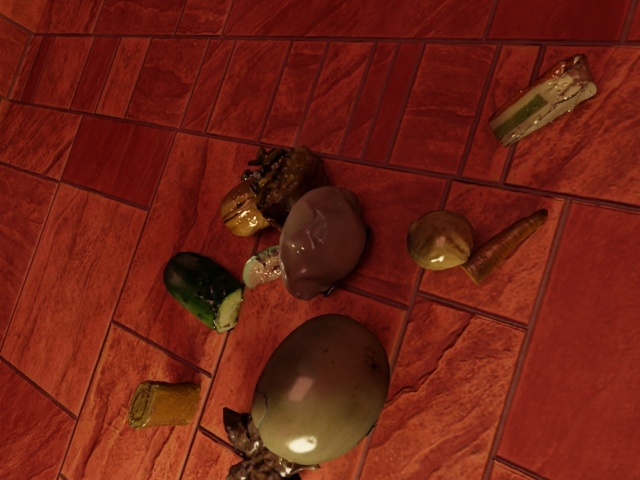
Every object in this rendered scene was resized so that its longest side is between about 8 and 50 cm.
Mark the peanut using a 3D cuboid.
[{"bbox_3d":[0.259,0.001,1.053,0.141,0.109,0.159,-58,29,14],"label":"peanut"}]

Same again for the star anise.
[{"bbox_3d":[-0.141,0.514,1.176,0.315,0.108,0.315,-4,81,24],"label":"star anise"}]

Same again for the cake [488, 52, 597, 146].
[{"bbox_3d":[0.457,-0.292,1.012,0.220,0.116,0.086,-28,72,21],"label":"cake"}]

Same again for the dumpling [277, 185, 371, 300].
[{"bbox_3d":[0.016,0.009,1.152,0.163,0.204,0.293,27,83,20],"label":"dumpling"}]

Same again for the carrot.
[{"bbox_3d":[0.389,0.004,1.021,0.209,0.061,0.061,-42,61,10],"label":"carrot"}]

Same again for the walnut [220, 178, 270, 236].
[{"bbox_3d":[-0.192,-0.087,1.340,0.180,0.144,0.144,-28,65,14],"label":"walnut"}]

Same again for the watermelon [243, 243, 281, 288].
[{"bbox_3d":[-0.162,0.075,1.314,0.155,0.101,0.080,-32,70,37],"label":"watermelon"}]

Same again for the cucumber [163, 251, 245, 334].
[{"bbox_3d":[-0.356,0.122,1.397,0.325,0.105,0.145,31,111,36],"label":"cucumber"}]

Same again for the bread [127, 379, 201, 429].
[{"bbox_3d":[-0.420,0.439,1.322,0.103,0.172,0.132,14,85,33],"label":"bread"}]

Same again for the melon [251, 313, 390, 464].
[{"bbox_3d":[0.001,0.322,1.042,0.268,0.268,0.330,29,75,33],"label":"melon"}]

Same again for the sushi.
[{"bbox_3d":[-0.086,-0.142,1.242,0.166,0.179,0.296,-3,52,46],"label":"sushi"}]
